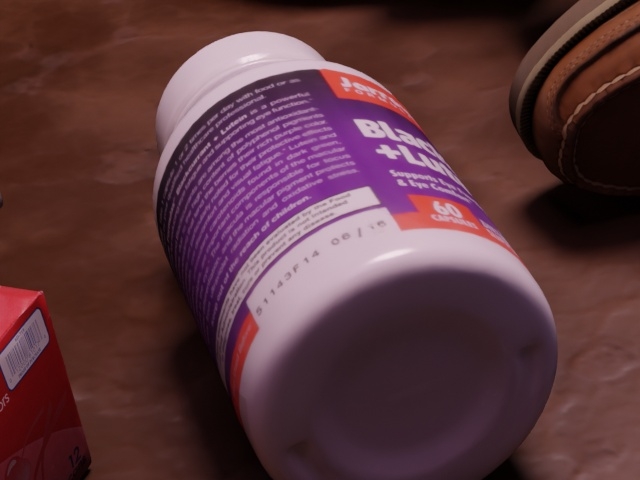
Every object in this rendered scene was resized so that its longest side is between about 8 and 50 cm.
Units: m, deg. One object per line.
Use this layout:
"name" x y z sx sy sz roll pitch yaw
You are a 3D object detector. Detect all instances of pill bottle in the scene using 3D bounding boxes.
"pill bottle" 0.000 0.000 0.608 0.108 0.108 0.193 -17 36 -11

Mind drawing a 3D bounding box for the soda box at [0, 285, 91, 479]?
"soda box" -0.174 0.118 0.504 0.092 0.083 0.263 7 37 21

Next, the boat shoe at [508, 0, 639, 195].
"boat shoe" 0.232 -0.071 0.656 0.307 0.111 0.104 -17 50 0

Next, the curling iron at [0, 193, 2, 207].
"curling iron" -0.193 0.051 0.498 0.068 0.035 0.274 15 42 33
